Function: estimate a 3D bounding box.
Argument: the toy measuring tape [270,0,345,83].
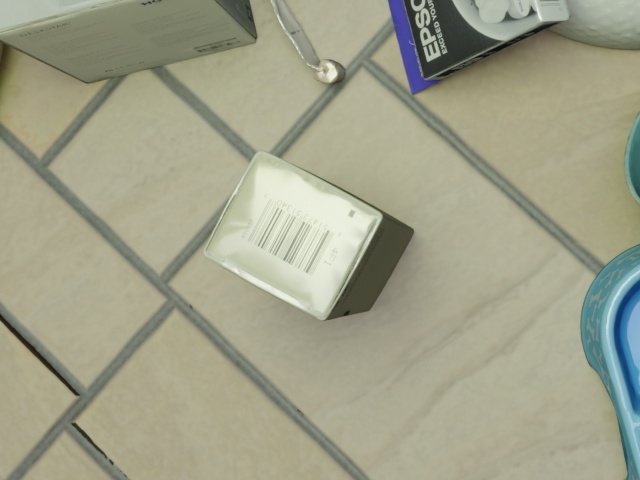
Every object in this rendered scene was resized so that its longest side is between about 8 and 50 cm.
[{"bbox_3d":[-0.036,-0.309,1.128,0.121,0.121,0.330,-31,91,7],"label":"toy measuring tape"}]

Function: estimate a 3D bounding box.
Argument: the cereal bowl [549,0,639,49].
[{"bbox_3d":[0.276,-0.344,1.059,0.339,0.141,0.339,0,87,9],"label":"cereal bowl"}]

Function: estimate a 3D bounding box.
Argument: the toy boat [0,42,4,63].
[{"bbox_3d":[-0.476,-0.164,1.170,0.318,0.148,0.267,23,91,9],"label":"toy boat"}]

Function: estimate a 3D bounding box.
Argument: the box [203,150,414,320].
[{"bbox_3d":[0.000,0.000,1.019,0.113,0.275,0.094,29,92,10],"label":"box"}]

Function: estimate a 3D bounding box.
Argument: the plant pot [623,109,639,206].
[{"bbox_3d":[0.420,-0.055,0.977,0.290,0.290,0.195,-41,117,5],"label":"plant pot"}]

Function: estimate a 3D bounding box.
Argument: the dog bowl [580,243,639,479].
[{"bbox_3d":[0.330,0.142,1.061,0.166,0.074,0.297,-15,86,8],"label":"dog bowl"}]

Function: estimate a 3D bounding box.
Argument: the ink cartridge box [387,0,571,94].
[{"bbox_3d":[0.107,-0.252,1.066,0.208,0.045,0.206,-21,81,53],"label":"ink cartridge box"}]

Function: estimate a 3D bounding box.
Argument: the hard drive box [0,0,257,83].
[{"bbox_3d":[-0.173,-0.218,1.080,0.181,0.232,0.089,-13,86,8],"label":"hard drive box"}]
